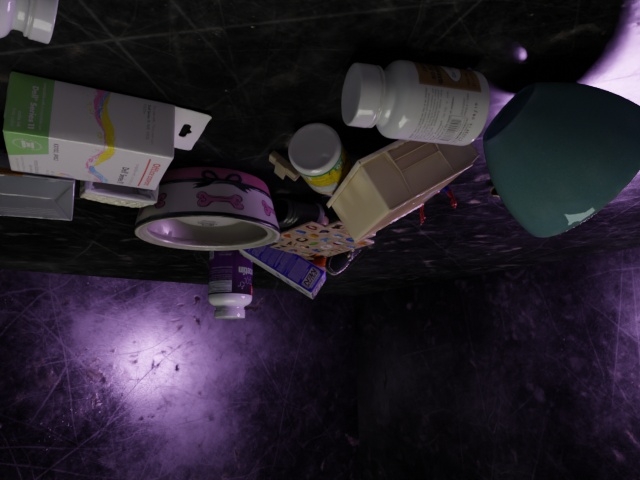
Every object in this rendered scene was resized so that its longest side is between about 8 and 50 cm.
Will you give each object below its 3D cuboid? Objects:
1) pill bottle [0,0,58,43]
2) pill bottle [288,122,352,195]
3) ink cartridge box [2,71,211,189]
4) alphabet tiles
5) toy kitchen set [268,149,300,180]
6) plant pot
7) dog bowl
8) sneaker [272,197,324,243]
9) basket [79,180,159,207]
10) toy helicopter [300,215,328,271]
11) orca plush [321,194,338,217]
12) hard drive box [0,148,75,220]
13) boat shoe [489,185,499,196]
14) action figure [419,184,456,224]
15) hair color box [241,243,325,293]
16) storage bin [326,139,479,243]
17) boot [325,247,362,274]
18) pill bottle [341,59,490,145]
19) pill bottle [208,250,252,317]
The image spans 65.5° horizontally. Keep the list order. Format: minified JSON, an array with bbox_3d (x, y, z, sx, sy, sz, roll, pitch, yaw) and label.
[{"bbox_3d":[-0.412,-0.302,0.581,0.180,0.108,0.108,8,164,-36],"label":"pill bottle"},{"bbox_3d":[0.010,-0.174,1.141,0.117,0.118,0.208,-5,166,13],"label":"pill bottle"},{"bbox_3d":[-0.416,-0.197,0.997,0.353,0.119,0.207,5,165,-26],"label":"ink cartridge box"},{"bbox_3d":[0.000,0.000,1.646,0.285,0.011,0.342,16,156,-39],"label":"alphabet tiles"},{"bbox_3d":[-0.075,-0.196,1.233,0.083,0.075,0.068,39,161,2],"label":"toy kitchen set"},{"bbox_3d":[0.424,-0.179,0.928,0.195,0.290,0.290,37,159,-6],"label":"plant pot"},{"bbox_3d":[-0.318,-0.083,1.427,0.407,0.151,0.408,-2,167,0],"label":"dog bowl"},{"bbox_3d":[-0.136,-0.069,1.627,0.146,0.105,0.295,14,156,-38],"label":"sneaker"},{"bbox_3d":[-0.494,-0.147,1.219,0.167,0.113,0.103,10,165,-37],"label":"basket"},{"bbox_3d":[-0.046,-0.012,1.885,0.234,0.140,0.355,9,155,-4],"label":"toy helicopter"},{"bbox_3d":[0.130,-0.075,1.602,0.151,0.102,0.287,-14,162,43],"label":"orca plush"},{"bbox_3d":[-0.641,-0.127,1.100,0.181,0.089,0.232,5,-162,-26],"label":"hard drive box"},{"bbox_3d":[0.534,-0.152,1.435,0.045,0.050,0.135,-5,167,-7],"label":"boat shoe"},{"bbox_3d":[0.323,-0.132,1.321,0.091,0.139,0.280,-6,170,-6],"label":"action figure"},{"bbox_3d":[-0.146,0.088,1.914,0.338,0.110,0.185,33,170,8],"label":"hair color box"},{"bbox_3d":[0.180,-0.131,1.126,0.260,0.123,0.262,-29,173,-19],"label":"storage bin"},{"bbox_3d":[0.114,0.012,1.801,0.085,0.236,0.178,41,159,2],"label":"boot"},{"bbox_3d":[0.159,-0.239,0.856,0.229,0.131,0.131,2,166,-16],"label":"pill bottle"},{"bbox_3d":[-0.372,0.159,2.060,0.181,0.323,0.181,-1,167,0],"label":"pill bottle"}]
